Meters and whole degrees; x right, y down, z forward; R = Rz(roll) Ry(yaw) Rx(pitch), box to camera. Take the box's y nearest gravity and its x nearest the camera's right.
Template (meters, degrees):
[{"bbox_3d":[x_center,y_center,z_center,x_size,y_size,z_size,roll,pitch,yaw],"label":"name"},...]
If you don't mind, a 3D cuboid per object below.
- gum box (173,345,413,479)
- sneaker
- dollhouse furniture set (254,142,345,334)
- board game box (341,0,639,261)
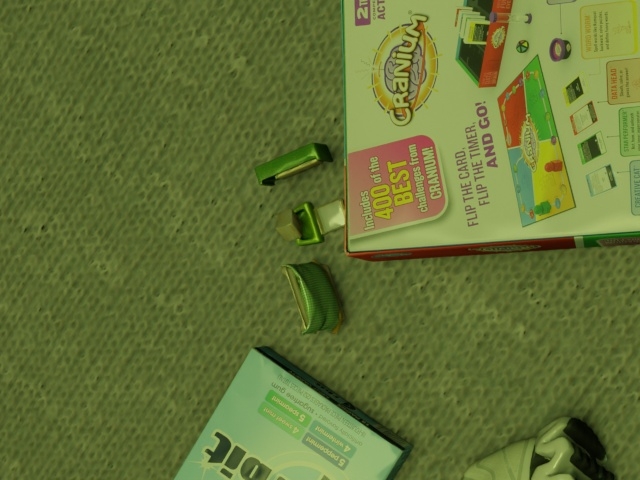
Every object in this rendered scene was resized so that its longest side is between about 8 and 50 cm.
[{"bbox_3d":[-0.036,0.208,1.621,0.157,0.041,0.184,33,99,15],"label":"gum box"},{"bbox_3d":[0.167,0.281,1.482,0.118,0.110,0.292,-18,48,26],"label":"sneaker"},{"bbox_3d":[0.000,0.000,1.592,0.058,0.076,0.151,-21,83,18],"label":"dollhouse furniture set"},{"bbox_3d":[0.173,-0.113,1.516,0.316,0.064,0.242,-3,82,23],"label":"board game box"}]
